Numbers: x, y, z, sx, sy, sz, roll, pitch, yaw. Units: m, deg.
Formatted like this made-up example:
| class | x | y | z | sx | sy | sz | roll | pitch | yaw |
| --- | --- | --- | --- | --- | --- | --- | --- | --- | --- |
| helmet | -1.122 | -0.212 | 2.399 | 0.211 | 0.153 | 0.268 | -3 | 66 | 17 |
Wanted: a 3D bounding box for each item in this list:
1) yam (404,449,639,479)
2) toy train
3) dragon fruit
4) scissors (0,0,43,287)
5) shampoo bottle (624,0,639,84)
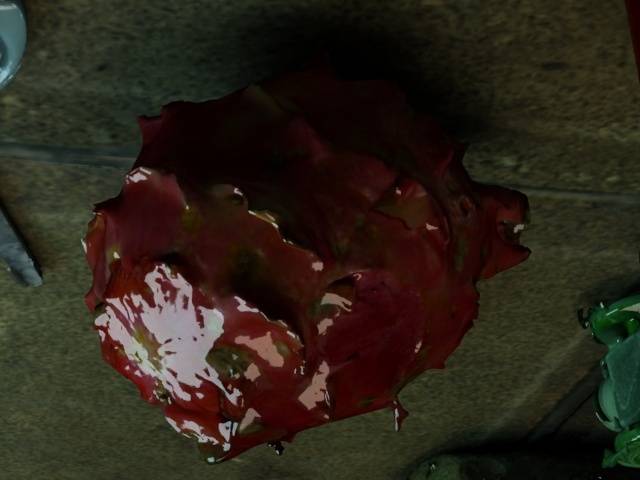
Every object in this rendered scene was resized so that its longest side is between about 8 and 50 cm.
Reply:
| class | x | y | z | sx | sy | sz | roll | pitch | yaw |
| --- | --- | --- | --- | --- | --- | --- | --- | --- | --- |
| yam | 0.201 | 0.249 | 1.492 | 0.254 | 0.154 | 0.154 | 8 | 149 | -15 |
| toy train | 0.297 | 0.076 | 1.202 | 0.188 | 0.132 | 0.243 | 0 | 154 | -19 |
| dragon fruit | 0.000 | 0.000 | 0.948 | 0.268 | 0.210 | 0.205 | -11 | 141 | -31 |
| scissors | -0.219 | -0.047 | 0.983 | 0.191 | 0.029 | 0.360 | -10 | 151 | 6 |
| shampoo bottle | 0.167 | -0.100 | 0.650 | 0.076 | 0.314 | 0.118 | 16 | 145 | -32 |
